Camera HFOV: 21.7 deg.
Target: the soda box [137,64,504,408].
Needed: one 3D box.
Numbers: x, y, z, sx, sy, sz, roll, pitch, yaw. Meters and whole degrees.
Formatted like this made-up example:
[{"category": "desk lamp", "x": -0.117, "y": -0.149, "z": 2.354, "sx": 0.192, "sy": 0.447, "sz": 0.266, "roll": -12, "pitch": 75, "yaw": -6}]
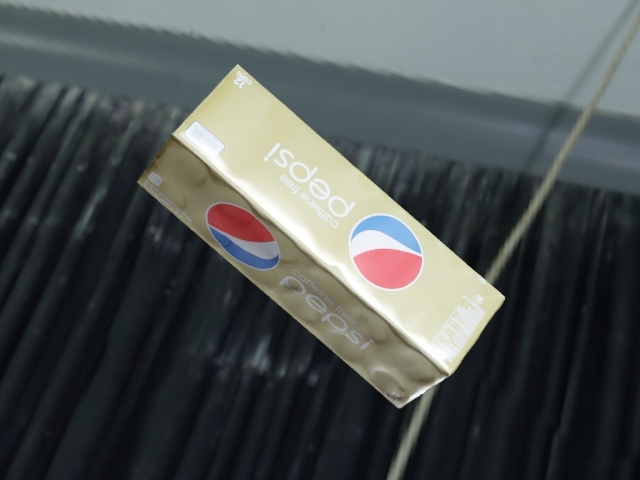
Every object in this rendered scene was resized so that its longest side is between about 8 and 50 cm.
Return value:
[{"category": "soda box", "x": 0.000, "y": 0.000, "z": 0.842, "sx": 0.181, "sy": 0.058, "sz": 0.061, "roll": 42, "pitch": 148, "yaw": -3}]
